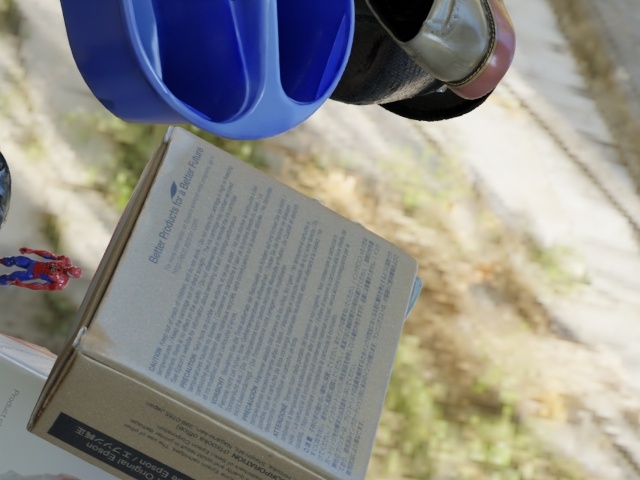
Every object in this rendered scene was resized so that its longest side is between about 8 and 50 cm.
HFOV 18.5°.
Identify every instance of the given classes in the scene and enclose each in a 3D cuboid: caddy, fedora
[{"bbox_3d":[-0.098,-0.255,1.738,0.179,0.241,0.341,-4,-80,55],"label":"caddy"},{"bbox_3d":[0.062,-0.257,2.350,0.334,0.152,0.334,30,-44,33],"label":"fedora"}]

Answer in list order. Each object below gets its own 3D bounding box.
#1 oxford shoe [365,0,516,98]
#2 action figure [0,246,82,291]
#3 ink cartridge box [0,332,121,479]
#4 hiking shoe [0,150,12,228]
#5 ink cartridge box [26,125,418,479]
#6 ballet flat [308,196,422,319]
[{"bbox_3d":[0.099,-0.298,2.124,0.123,0.130,0.348,-50,-141,20],"label":"oxford shoe"},{"bbox_3d":[-0.260,0.026,1.756,0.115,0.030,0.038,3,-113,28],"label":"action figure"},{"bbox_3d":[-0.125,0.212,1.440,0.160,0.384,0.279,-63,164,-4],"label":"ink cartridge box"},{"bbox_3d":[-0.306,-0.030,1.521,0.304,0.113,0.132,-116,-148,-54],"label":"hiking shoe"},{"bbox_3d":[-0.054,0.062,1.235,0.088,0.193,0.235,-55,-170,38],"label":"ink cartridge box"},{"bbox_3d":[0.000,0.000,1.799,0.068,0.213,0.072,-56,168,0],"label":"ballet flat"}]
